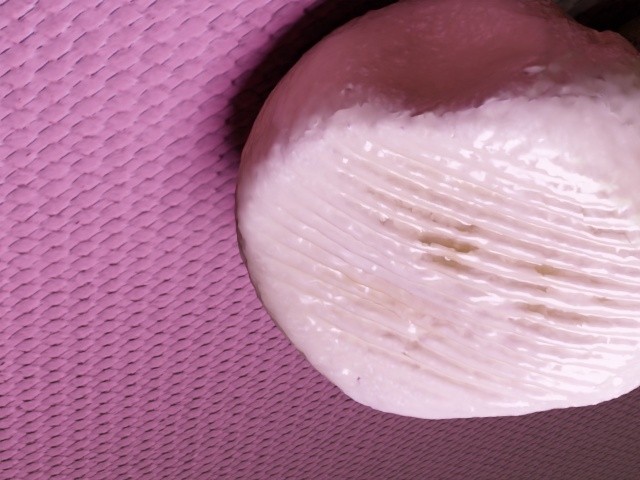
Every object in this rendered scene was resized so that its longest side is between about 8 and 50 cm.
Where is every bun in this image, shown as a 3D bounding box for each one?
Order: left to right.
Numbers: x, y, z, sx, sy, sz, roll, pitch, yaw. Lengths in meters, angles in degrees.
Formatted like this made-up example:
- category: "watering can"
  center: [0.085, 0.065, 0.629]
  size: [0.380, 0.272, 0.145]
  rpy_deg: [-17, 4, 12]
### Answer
- category: "bun"
  center: [0.119, -0.032, 1.281]
  size: [0.227, 0.349, 0.352]
  rpy_deg: [-65, 176, -50]

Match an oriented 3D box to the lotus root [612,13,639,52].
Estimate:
- category: "lotus root"
  center: [0.344, -0.127, 1.449]
  size: [0.349, 0.175, 0.175]
  rpy_deg: [-16, 154, -23]
